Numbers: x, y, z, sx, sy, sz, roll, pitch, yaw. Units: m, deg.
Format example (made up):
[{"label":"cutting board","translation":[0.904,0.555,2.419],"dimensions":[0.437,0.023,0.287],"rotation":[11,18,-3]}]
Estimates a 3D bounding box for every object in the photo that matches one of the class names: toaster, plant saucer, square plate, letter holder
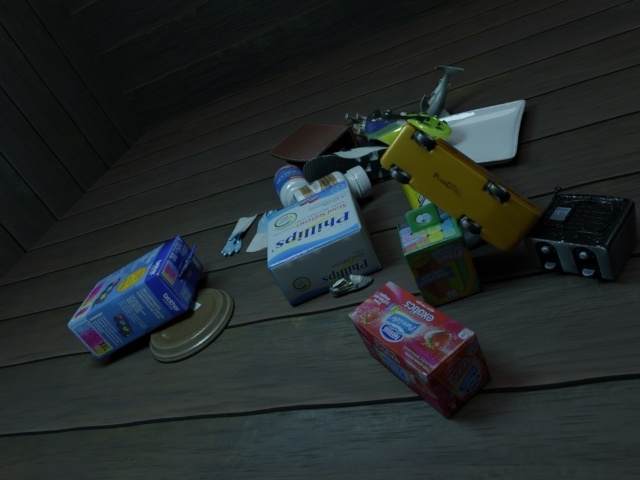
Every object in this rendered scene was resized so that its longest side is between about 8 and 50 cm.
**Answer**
[{"label":"toaster","translation":[0.537,-0.015,1.070],"dimensions":[0.168,0.110,0.186],"rotation":[11,49,47]},{"label":"plant saucer","translation":[-0.381,0.234,1.515],"dimensions":[0.277,0.041,0.278],"rotation":[-21,30,13]},{"label":"square plate","translation":[0.453,-0.308,1.637],"dimensions":[0.347,0.049,0.344],"rotation":[-7,37,32]},{"label":"letter holder","translation":[-0.021,-0.309,1.927],"dimensions":[0.214,0.152,0.301],"rotation":[-42,33,-19]}]

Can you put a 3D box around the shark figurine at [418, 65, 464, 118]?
[{"label":"shark figurine","translation":[0.429,-0.487,1.849],"dimensions":[0.116,0.278,0.166],"rotation":[39,30,19]}]

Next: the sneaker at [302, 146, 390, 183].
[{"label":"sneaker","translation":[0.104,-0.250,1.759],"dimensions":[0.330,0.123,0.146],"rotation":[-7,19,-1]}]

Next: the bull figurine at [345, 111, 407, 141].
[{"label":"bull figurine","translation":[0.199,-0.413,1.892],"dimensions":[0.188,0.101,0.310],"rotation":[3,4,-20]}]

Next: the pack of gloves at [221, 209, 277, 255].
[{"label":"pack of gloves","translation":[-0.246,-0.040,1.809],"dimensions":[0.195,0.046,0.232],"rotation":[-15,33,24]}]

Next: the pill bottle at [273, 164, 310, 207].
[{"label":"pill bottle","translation":[-0.084,-0.169,1.791],"dimensions":[0.124,0.124,0.221],"rotation":[-29,31,-1]}]

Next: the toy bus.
[{"label":"toy bus","translation":[0.293,-0.116,1.096],"dimensions":[0.108,0.332,0.130],"rotation":[-56,-7,26]}]

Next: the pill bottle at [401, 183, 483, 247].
[{"label":"pill bottle","translation":[0.315,-0.135,1.353],"dimensions":[0.187,0.188,0.334],"rotation":[-23,31,9]}]

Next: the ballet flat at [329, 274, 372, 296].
[{"label":"ballet flat","translation":[0.074,0.109,1.330],"dimensions":[0.114,0.041,0.041],"rotation":[-22,31,10]}]

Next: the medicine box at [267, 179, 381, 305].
[{"label":"medicine box","translation":[0.000,0.000,1.447],"dimensions":[0.263,0.149,0.289],"rotation":[-24,30,8]}]

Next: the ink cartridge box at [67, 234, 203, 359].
[{"label":"ink cartridge box","translation":[-0.524,0.151,1.590],"dimensions":[0.395,0.151,0.270],"rotation":[-28,23,10]}]

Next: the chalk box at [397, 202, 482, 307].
[{"label":"chalk box","translation":[0.254,0.018,1.148],"dimensions":[0.132,0.213,0.132],"rotation":[-21,32,14]}]

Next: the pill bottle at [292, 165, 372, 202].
[{"label":"pill bottle","translation":[0.040,-0.142,1.638],"dimensions":[0.229,0.131,0.131],"rotation":[-26,30,-5]}]

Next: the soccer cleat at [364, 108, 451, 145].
[{"label":"soccer cleat","translation":[0.285,-0.355,1.711],"dimensions":[0.289,0.121,0.093],"rotation":[13,37,21]}]

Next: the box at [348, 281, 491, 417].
[{"label":"box","translation":[0.185,0.202,1.013],"dimensions":[0.122,0.128,0.257],"rotation":[-37,32,-14]}]
